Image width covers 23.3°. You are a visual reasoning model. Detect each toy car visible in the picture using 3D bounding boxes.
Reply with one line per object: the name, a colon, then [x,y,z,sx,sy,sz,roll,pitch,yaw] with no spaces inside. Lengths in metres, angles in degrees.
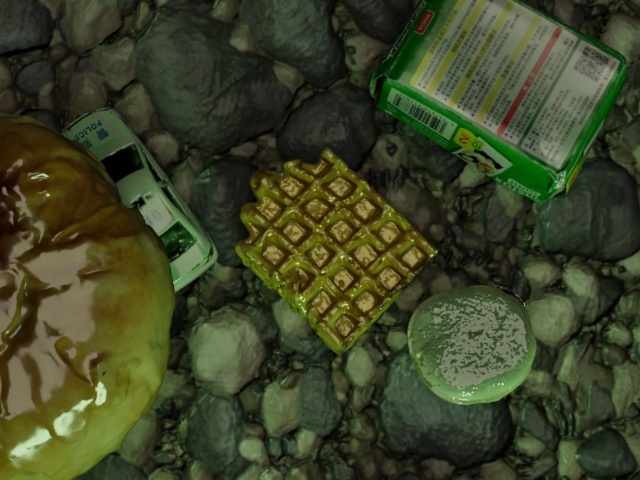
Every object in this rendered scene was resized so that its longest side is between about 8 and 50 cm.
toy car: [-0.206,-0.048,1.707,0.090,0.076,0.224,-36,82,-5]

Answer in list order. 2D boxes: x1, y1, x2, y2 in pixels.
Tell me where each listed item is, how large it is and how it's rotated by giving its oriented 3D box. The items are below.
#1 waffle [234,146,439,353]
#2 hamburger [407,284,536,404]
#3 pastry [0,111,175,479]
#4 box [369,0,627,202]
waffle: [0.000,0.000,1.709,0.211,0.055,0.160,42,81,6]
hamburger: [0.166,0.113,1.689,0.140,0.062,0.133,-17,77,-1]
pastry: [-0.344,0.071,1.598,0.410,0.245,0.409,0,81,0]
box: [0.198,-0.172,1.719,0.250,0.103,0.180,31,81,3]
